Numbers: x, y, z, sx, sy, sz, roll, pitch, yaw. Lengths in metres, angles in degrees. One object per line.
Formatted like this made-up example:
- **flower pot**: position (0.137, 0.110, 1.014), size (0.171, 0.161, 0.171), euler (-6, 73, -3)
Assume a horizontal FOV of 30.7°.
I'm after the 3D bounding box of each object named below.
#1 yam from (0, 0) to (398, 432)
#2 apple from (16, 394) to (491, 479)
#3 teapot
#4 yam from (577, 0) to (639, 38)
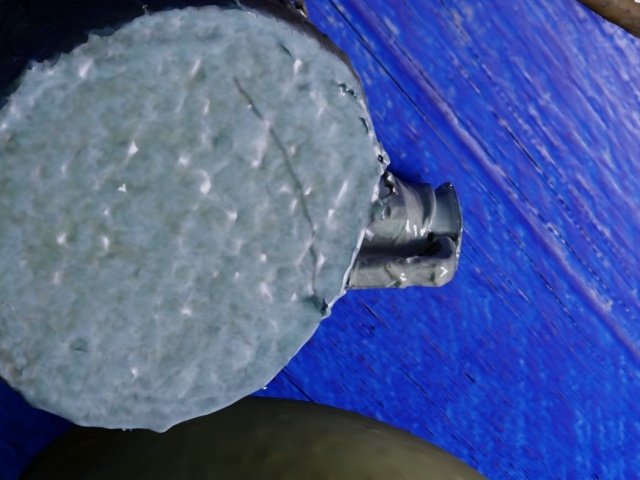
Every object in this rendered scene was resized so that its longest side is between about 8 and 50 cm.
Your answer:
- **yam**: position (-0.121, -0.070, 0.631), size (0.241, 0.348, 0.241), euler (-10, 119, -19)
- **apple**: position (-0.044, 0.320, 0.788), size (0.473, 0.473, 0.474), euler (-5, 119, -8)
- **teapot**: position (0.000, 0.000, 0.802), size (0.200, 0.107, 0.077), euler (-2, 116, -10)
- **yam**: position (0.093, -0.212, 0.740), size (0.327, 0.045, 0.045), euler (22, 90, -21)
